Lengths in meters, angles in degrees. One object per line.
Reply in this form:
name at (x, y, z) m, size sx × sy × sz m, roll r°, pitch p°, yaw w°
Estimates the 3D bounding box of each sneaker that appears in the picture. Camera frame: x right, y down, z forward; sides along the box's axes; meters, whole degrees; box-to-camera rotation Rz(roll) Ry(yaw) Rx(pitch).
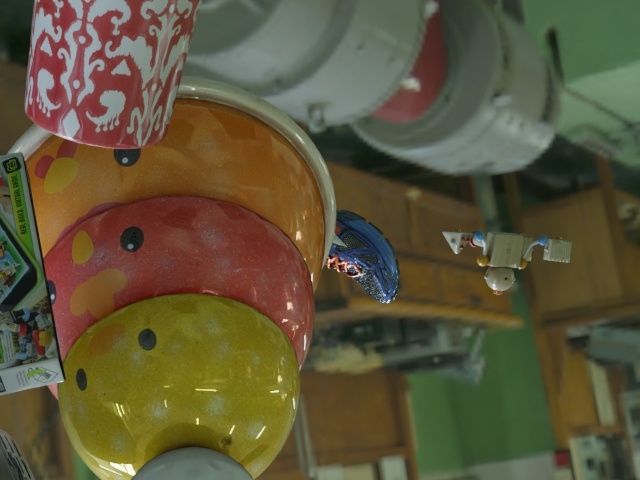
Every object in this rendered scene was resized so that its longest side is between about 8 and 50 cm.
sneaker at (0.000, 0.000, 1.550) m, size 0.087 × 0.221 × 0.083 m, roll -45°, pitch 172°, yaw -27°

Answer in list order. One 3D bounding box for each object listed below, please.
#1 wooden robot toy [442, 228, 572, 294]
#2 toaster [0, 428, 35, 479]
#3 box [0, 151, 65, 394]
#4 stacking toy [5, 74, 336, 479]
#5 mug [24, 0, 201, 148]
wooden robot toy at (0.229, 0.029, 1.667) m, size 0.173 × 0.079 × 0.076 m, roll 4°, pitch -179°, yaw -23°
toaster at (-0.300, 0.236, 1.045) m, size 0.146 × 0.129 × 0.227 m, roll -3°, pitch -150°, yaw -29°
box at (-0.274, 0.029, 1.047) m, size 0.114 × 0.207 × 0.036 m, roll -12°, pitch 146°, yaw -10°
stacking toy at (-0.120, 0.108, 1.167) m, size 0.350 × 0.480 × 0.351 m, roll -7°, pitch 128°, yaw -9°
mug at (-0.111, -0.153, 0.823) m, size 0.113 × 0.169 × 0.150 m, roll 28°, pitch -154°, yaw 31°
